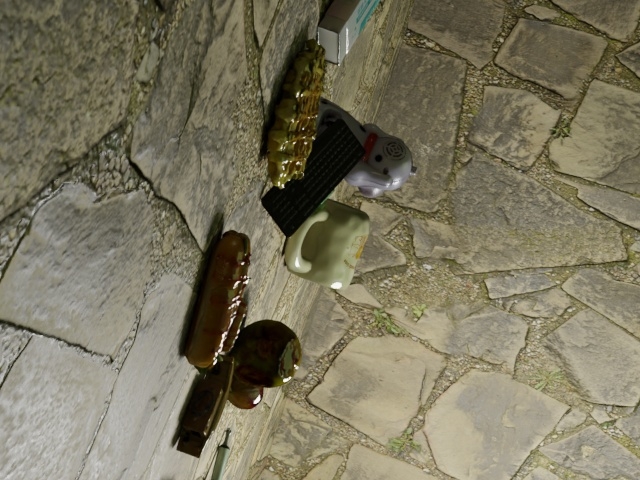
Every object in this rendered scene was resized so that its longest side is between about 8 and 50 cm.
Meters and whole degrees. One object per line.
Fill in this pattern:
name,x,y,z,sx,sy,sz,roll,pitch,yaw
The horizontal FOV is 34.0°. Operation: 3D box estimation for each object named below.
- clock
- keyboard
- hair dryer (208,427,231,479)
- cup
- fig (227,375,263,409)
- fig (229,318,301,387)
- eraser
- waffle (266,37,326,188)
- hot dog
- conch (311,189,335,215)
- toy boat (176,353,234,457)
clock,0.080,-0.180,2.212,0.189,0.254,0.188,20,90,-89
keyboard,0.017,-0.157,2.055,0.041,0.103,0.381,-16,-152,46
hair dryer,-0.238,0.539,2.479,0.100,0.057,0.197,101,4,-65
cup,-0.009,-0.005,2.591,0.173,0.255,0.202,25,-82,53
fig,-0.177,0.320,2.246,0.125,0.089,0.088,10,99,-59
fig,-0.115,0.238,2.211,0.154,0.144,0.165,-50,-171,3
eraser,0.064,-0.450,2.017,0.095,0.052,0.225,90,25,-58
waffle,-0.042,-0.208,1.871,0.291,0.051,0.291,16,90,-82
hot dog,-0.157,0.103,1.685,0.104,0.076,0.250,-56,161,-74
conch,-0.032,-0.085,2.355,0.170,0.079,0.105,-48,154,-38
toy boat,-0.208,0.299,1.924,0.077,0.057,0.200,85,23,-60
